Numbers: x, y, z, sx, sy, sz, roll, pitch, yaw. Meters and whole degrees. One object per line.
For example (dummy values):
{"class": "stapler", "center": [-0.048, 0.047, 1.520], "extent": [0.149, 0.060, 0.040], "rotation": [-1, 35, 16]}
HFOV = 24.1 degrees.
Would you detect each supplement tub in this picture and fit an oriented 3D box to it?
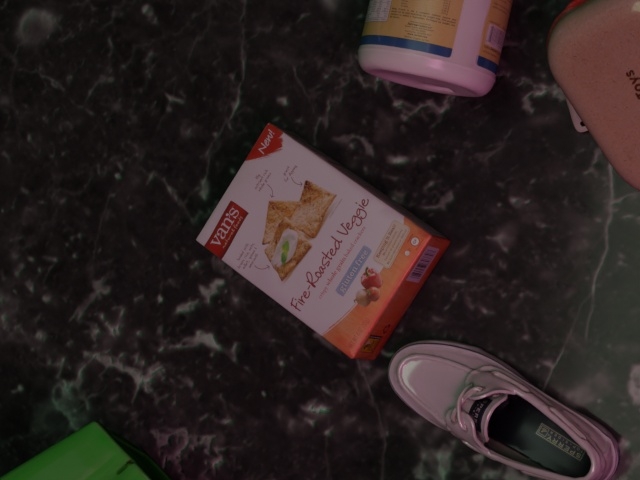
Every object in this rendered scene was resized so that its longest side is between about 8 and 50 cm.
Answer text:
{"class": "supplement tub", "center": [0.126, -0.257, 1.529], "extent": [0.144, 0.144, 0.200], "rotation": [13, 90, 25]}

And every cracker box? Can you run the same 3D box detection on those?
{"class": "cracker box", "center": [0.000, 0.000, 1.605], "extent": [0.232, 0.067, 0.156], "rotation": [36, 99, 24]}

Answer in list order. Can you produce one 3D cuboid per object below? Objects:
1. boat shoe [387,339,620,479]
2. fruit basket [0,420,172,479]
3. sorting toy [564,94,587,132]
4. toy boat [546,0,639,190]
{"class": "boat shoe", "center": [0.175, 0.168, 1.498], "extent": [0.258, 0.084, 0.095], "rotation": [21, 94, 25]}
{"class": "fruit basket", "center": [-0.243, 0.433, 1.585], "extent": [0.392, 0.283, 0.392], "rotation": [-4, 70, 12]}
{"class": "sorting toy", "center": [0.279, -0.147, 1.511], "extent": [0.083, 0.045, 0.075], "rotation": [-2, 103, 25]}
{"class": "toy boat", "center": [0.328, -0.156, 1.432], "extent": [0.151, 0.151, 0.231], "rotation": [-26, 106, 34]}
